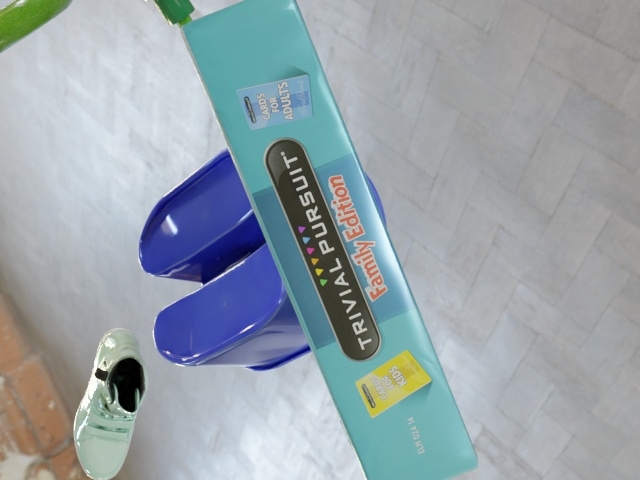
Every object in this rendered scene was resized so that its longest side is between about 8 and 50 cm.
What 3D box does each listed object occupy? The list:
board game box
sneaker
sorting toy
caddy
[{"bbox_3d":[0.000,0.000,0.627,0.254,0.079,0.336,-134,22,-85],"label":"board game box"},{"bbox_3d":[-0.333,0.280,1.251,0.151,0.094,0.256,-154,73,-68],"label":"sneaker"},{"bbox_3d":[-0.266,-0.148,0.716,0.365,0.127,0.126,-28,115,10],"label":"sorting toy"},{"bbox_3d":[-0.069,0.026,0.971,0.341,0.179,0.241,-30,67,40],"label":"caddy"}]
